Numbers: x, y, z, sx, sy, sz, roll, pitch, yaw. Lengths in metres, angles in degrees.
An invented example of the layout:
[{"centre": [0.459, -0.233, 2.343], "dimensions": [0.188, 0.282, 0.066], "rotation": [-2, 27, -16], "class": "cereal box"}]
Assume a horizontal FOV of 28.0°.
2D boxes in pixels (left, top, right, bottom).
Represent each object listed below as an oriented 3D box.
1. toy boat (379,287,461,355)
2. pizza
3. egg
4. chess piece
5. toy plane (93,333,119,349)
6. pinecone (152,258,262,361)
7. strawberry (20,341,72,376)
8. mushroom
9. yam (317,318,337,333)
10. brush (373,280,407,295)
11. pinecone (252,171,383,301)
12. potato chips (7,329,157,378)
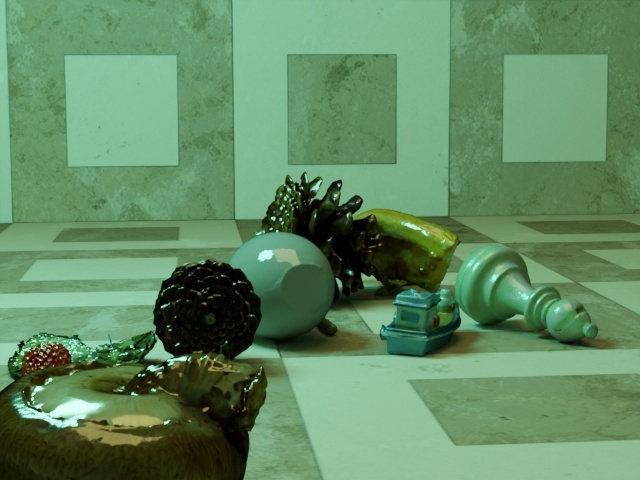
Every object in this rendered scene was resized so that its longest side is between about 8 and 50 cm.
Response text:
[{"centre": [0.168, 0.117, 2.068], "dimensions": [0.109, 0.098, 0.238], "rotation": [6, 8, 19], "class": "toy boat"}, {"centre": [0.148, 0.022, 2.541], "dimensions": [0.074, 0.182, 0.365], "rotation": [-32, 24, -32], "class": "pizza"}, {"centre": [-0.072, 0.074, 2.102], "dimensions": [0.176, 0.176, 0.232], "rotation": [-3, 0, -20], "class": "egg"}, {"centre": [0.356, 0.105, 2.124], "dimensions": [0.139, 0.139, 0.271], "rotation": [-5, 19, -35], "class": "chess piece"}, {"centre": [-0.311, 0.166, 1.978], "dimensions": [0.077, 0.024, 0.084], "rotation": [-4, 14, -31], "class": "toy plane"}, {"centre": [-0.170, 0.109, 1.916], "dimensions": [0.162, 0.163, 0.165], "rotation": [-1, -3, -6], "class": "pinecone"}, {"centre": [-0.373, 0.181, 1.744], "dimensions": [0.073, 0.073, 0.083], "rotation": [-1, 43, -4], "class": "strawberry"}, {"centre": [-0.179, 0.195, 1.217], "dimensions": [0.278, 0.163, 0.297], "rotation": [-8, 6, 9], "class": "mushroom"}, {"centre": [0.006, 0.142, 2.176], "dimensions": [0.021, 0.021, 0.116], "rotation": [-2, 6, -16], "class": "yam"}, {"centre": [0.149, 0.091, 2.620], "dimensions": [0.082, 0.010, 0.218], "rotation": [2, 7, 19], "class": "brush"}, {"centre": [-0.002, 0.002, 2.450], "dimensions": [0.264, 0.264, 0.264], "rotation": [0, 7, 0], "class": "pinecone"}, {"centre": [-0.348, 0.166, 1.890], "dimensions": [0.219, 0.029, 0.202], "rotation": [-9, 15, -11], "class": "potato chips"}]
